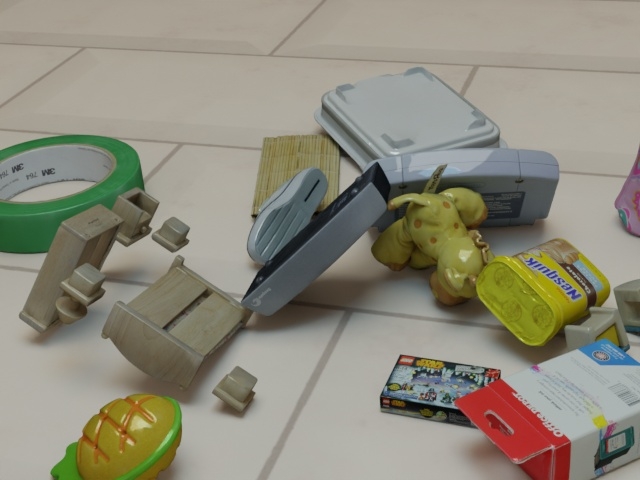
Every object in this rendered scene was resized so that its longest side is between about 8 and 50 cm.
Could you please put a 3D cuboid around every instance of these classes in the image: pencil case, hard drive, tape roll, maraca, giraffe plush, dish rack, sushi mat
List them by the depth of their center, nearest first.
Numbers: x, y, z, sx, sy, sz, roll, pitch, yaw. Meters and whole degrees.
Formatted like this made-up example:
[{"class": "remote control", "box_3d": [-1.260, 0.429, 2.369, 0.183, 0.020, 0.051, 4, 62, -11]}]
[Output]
[{"class": "maraca", "box_3d": [-0.242, 0.247, 1.221, 0.186, 0.099, 0.127, -30, 27, 8]}, {"class": "hard drive", "box_3d": [0.000, 0.000, 1.491, 0.255, 0.054, 0.172, -43, 7, 15]}, {"class": "giraffe plush", "box_3d": [0.193, 0.017, 1.504, 0.181, 0.210, 0.170, -22, 61, -15]}, {"class": "pencil case", "box_3d": [0.534, -0.139, 1.585, 0.124, 0.284, 0.124, 1, 43, -1]}, {"class": "tape roll", "box_3d": [-0.478, -0.090, 1.850, 0.321, 0.077, 0.321, -4, 30, 2]}, {"class": "sushi mat", "box_3d": [-0.040, -0.121, 1.897, 0.151, 0.019, 0.316, -2, 30, 3]}, {"class": "dish rack", "box_3d": [0.167, -0.234, 1.978, 0.286, 0.072, 0.333, -17, 38, -19]}]

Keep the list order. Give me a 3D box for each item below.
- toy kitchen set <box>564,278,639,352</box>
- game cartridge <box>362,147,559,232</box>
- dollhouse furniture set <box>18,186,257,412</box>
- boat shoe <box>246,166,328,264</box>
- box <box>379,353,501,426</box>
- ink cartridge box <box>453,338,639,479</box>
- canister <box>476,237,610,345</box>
[{"class": "toy kitchen set", "box_3d": [0.449, 0.138, 1.323, 0.166, 0.122, 0.207, -29, 18, -35]}, {"class": "game cartridge", "box_3d": [0.215, -0.078, 1.625, 0.297, 0.198, 0.062, -2, 62, 3]}, {"class": "dollhouse furniture set", "box_3d": [-0.226, 0.119, 1.493, 0.356, 0.173, 0.303, 34, 25, 6]}, {"class": "boat shoe", "box_3d": [-0.064, -0.033, 1.704, 0.076, 0.083, 0.226, -17, 24, 43]}, {"class": "box", "box_3d": [0.154, 0.191, 1.324, 0.137, 0.027, 0.094, 6, 31, 19]}, {"class": "ink cartridge box", "box_3d": [0.286, 0.211, 1.219, 0.231, 0.078, 0.134, -17, 32, -21]}, {"class": "canister", "box_3d": [0.308, 0.065, 1.418, 0.170, 0.073, 0.126, -17, 57, -47]}]
